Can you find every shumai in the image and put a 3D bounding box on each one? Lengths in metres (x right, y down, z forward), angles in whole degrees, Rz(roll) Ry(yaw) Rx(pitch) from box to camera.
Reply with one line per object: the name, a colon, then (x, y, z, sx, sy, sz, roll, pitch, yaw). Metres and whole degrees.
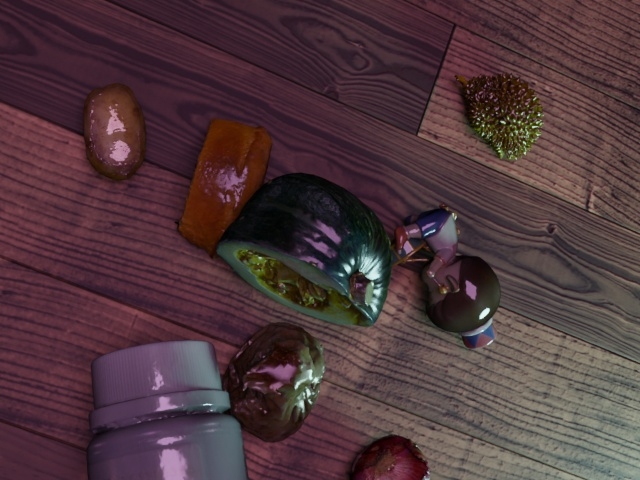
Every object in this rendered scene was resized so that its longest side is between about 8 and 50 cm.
shumai: (-0.069, 0.238, 1.499, 0.166, 0.175, 0.206, 21, 80, -10)

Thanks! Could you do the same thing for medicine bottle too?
medicine bottle: (-0.244, 0.327, 1.405, 0.245, 0.245, 0.306, -7, 75, -15)

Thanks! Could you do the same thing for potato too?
potato: (-0.355, -0.187, 1.542, 0.107, 0.080, 0.170, -9, 87, -23)

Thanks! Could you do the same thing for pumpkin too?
pumpkin: (0.000, 0.000, 1.502, 0.263, 0.293, 0.197, 15, 70, 30)

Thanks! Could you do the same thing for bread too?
bread: (-0.162, -0.103, 1.550, 0.129, 0.134, 0.260, 18, 78, -10)

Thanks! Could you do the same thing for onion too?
onion: (0.133, 0.426, 1.560, 0.150, 0.150, 0.140, -45, 130, -16)

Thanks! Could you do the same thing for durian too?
durian: (0.348, -0.263, 1.722, 0.208, 0.102, 0.146, 38, 80, -2)

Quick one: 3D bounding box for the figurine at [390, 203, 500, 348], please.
figurine: (0.231, 0.074, 1.620, 0.158, 0.161, 0.275, -35, 88, 24)
